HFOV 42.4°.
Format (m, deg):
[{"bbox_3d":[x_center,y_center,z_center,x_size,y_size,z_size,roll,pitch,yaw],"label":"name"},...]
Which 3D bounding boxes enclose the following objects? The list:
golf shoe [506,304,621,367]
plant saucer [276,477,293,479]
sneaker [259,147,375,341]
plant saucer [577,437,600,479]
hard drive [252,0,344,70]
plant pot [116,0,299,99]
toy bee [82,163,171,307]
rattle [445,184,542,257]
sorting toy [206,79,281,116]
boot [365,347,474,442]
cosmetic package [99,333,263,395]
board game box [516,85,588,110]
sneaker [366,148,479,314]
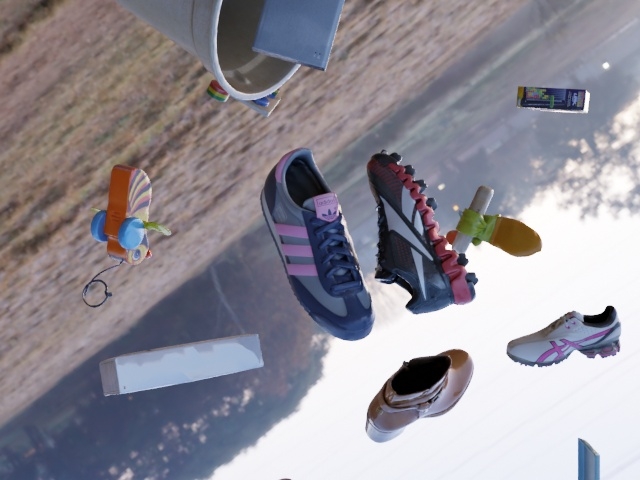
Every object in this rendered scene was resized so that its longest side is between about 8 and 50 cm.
[{"bbox_3d":[0.380,0.146,1.298,0.186,0.086,0.067,-10,-158,-6],"label":"golf shoe"},{"bbox_3d":[-0.125,0.612,1.728,0.258,0.259,0.048,-21,-153,8],"label":"plant saucer"},{"bbox_3d":[0.000,0.000,1.273,0.112,0.319,0.131,-16,154,-30],"label":"sneaker"},{"bbox_3d":[0.545,0.495,1.673,0.018,0.192,0.067,-10,-159,-11],"label":"plant saucer"},{"bbox_3d":[-0.021,-0.286,1.012,0.022,0.094,0.135,175,-70,-87],"label":"hard drive"},{"bbox_3d":[-0.193,-0.461,1.455,0.334,0.305,0.334,-46,153,-32],"label":"plant pot"},{"bbox_3d":[-0.434,-0.016,1.821,0.298,0.195,0.162,-57,161,9],"label":"toy bee"},{"bbox_3d":[0.295,-0.012,1.423,0.199,0.143,0.130,85,15,-69],"label":"rattle"},{"bbox_3d":[-0.146,-0.337,1.780,0.046,0.132,0.274,-57,-175,25],"label":"sorting toy"},{"bbox_3d":[0.203,0.252,1.538,0.283,0.109,0.220,-25,153,-24],"label":"boot"},{"bbox_3d":[-0.221,0.197,1.322,0.239,0.060,0.099,-6,173,-31],"label":"cosmetic package"},{"bbox_3d":[0.510,-0.308,1.804,0.141,0.048,0.170,5,-171,19],"label":"board game box"},{"bbox_3d":[0.125,-0.006,1.268,0.135,0.276,0.097,-27,169,-3],"label":"sneaker"}]
